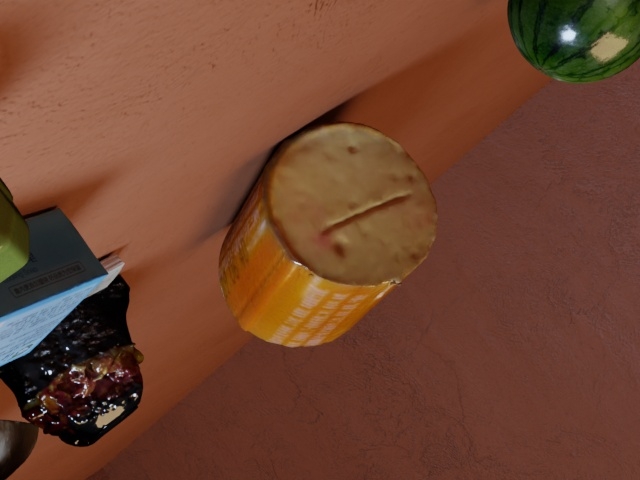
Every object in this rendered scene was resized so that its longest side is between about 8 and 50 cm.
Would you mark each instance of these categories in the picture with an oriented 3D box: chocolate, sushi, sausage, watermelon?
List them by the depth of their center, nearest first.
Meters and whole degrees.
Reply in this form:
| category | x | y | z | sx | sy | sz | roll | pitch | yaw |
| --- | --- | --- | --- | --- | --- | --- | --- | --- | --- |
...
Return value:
| category | x | y | z | sx | sy | sz | roll | pitch | yaw |
| --- | --- | --- | --- | --- | --- | --- | --- | --- | --- |
| chocolate | -0.425 | 0.251 | 1.287 | 0.156 | 0.080 | 0.254 | -4 | 169 | -1 |
| sushi | -0.297 | 0.166 | 1.374 | 0.153 | 0.150 | 0.172 | -42 | 172 | 34 |
| watermelon | 0.335 | -0.302 | 1.397 | 0.215 | 0.188 | 0.188 | -56 | 174 | -2 |
| sausage | 0.000 | 0.000 | 1.490 | 0.233 | 0.233 | 0.287 | -34 | 173 | -27 |

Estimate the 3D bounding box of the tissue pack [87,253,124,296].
| category | x | y | z | sx | sy | sz | roll | pitch | yaw |
| --- | --- | --- | --- | --- | --- | --- | --- | --- | --- |
| tissue pack | -0.275 | 0.053 | 1.266 | 0.108 | 0.023 | 0.056 | -32 | 171 | -47 |

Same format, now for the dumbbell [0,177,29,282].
| category | x | y | z | sx | sy | sz | roll | pitch | yaw |
| --- | --- | --- | --- | --- | --- | --- | --- | --- | --- |
| dumbbell | -0.315 | 0.046 | 0.644 | 0.302 | 0.121 | 0.108 | -37 | -157 | -9 |

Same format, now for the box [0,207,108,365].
| category | x | y | z | sx | sy | sz | roll | pitch | yaw |
| --- | --- | --- | --- | --- | --- | --- | --- | --- | --- |
| box | -0.306 | 0.065 | 0.938 | 0.142 | 0.083 | 0.232 | -42 | 173 | 30 |
